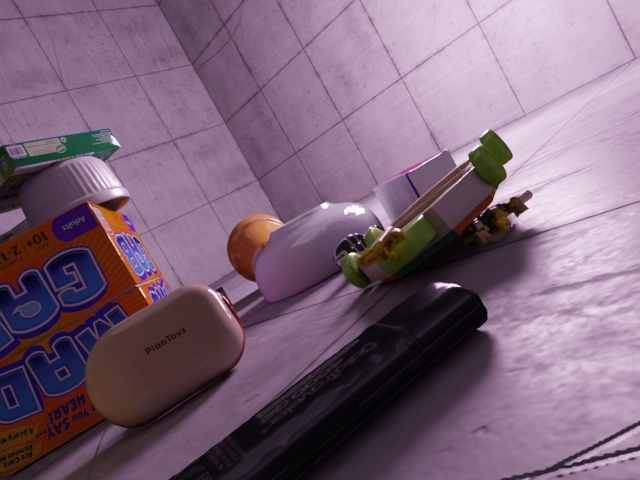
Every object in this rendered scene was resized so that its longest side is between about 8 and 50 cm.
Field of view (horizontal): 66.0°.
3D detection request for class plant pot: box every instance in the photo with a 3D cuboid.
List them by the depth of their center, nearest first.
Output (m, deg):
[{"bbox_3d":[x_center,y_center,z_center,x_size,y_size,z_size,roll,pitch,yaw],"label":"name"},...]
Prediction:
[{"bbox_3d":[-0.158,0.039,1.444,0.205,0.205,0.188,-30,20,-10],"label":"plant pot"}]

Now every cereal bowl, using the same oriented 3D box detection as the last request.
[{"bbox_3d":[-0.018,0.004,1.181,0.338,0.141,0.339,-28,5,3],"label":"cereal bowl"}]

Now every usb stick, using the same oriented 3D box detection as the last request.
[{"bbox_3d":[0.014,0.115,0.364,0.277,0.045,0.077,-32,12,-24],"label":"usb stick"}]

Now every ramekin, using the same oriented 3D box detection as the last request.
[{"bbox_3d":[-0.522,-0.090,1.037,0.207,0.109,0.207,-30,4,2],"label":"ramekin"}]

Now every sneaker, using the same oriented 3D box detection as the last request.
[{"bbox_3d":[0.075,0.027,0.950,0.071,0.068,0.169,-45,-13,34],"label":"sneaker"}]

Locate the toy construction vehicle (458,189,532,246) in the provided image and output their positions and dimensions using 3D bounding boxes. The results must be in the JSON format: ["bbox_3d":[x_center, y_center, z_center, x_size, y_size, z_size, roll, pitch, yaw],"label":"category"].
[{"bbox_3d":[0.228,-0.023,0.636,0.085,0.035,0.098,-31,-4,-25],"label":"toy construction vehicle"}]

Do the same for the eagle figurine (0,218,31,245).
[{"bbox_3d":[-0.774,0.033,1.096,0.298,0.225,0.226,9,17,-46],"label":"eagle figurine"}]

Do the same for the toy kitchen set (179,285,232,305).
[{"bbox_3d":[-0.393,0.200,1.470,0.207,0.122,0.166,-27,5,31],"label":"toy kitchen set"}]

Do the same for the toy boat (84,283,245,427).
[{"bbox_3d":[-0.226,0.181,0.743,0.231,0.151,0.151,-30,-26,-18],"label":"toy boat"}]

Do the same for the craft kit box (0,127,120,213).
[{"bbox_3d":[-0.597,-0.142,1.050,0.246,0.061,0.250,-24,6,33],"label":"craft kit box"}]

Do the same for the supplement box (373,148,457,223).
[{"bbox_3d":[0.222,-0.112,1.120,0.111,0.114,0.220,-32,3,-13],"label":"supplement box"}]

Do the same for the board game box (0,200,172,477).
[{"bbox_3d":[-0.510,0.172,1.029,0.356,0.357,0.356,-31,5,-10],"label":"board game box"}]

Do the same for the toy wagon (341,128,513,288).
[{"bbox_3d":[0.144,-0.026,0.697,0.267,0.068,0.344,-43,0,32],"label":"toy wagon"}]
